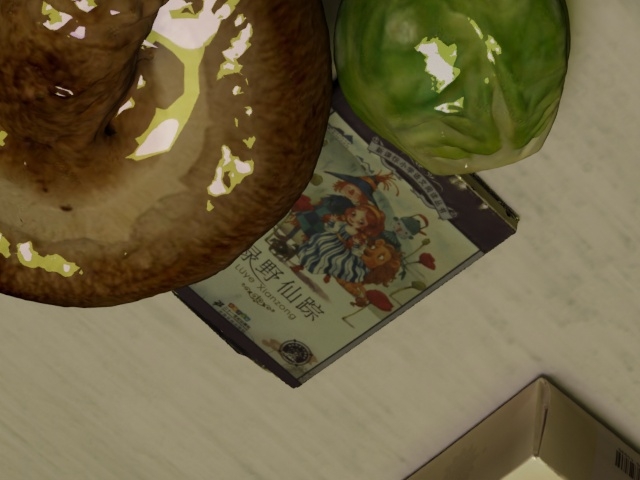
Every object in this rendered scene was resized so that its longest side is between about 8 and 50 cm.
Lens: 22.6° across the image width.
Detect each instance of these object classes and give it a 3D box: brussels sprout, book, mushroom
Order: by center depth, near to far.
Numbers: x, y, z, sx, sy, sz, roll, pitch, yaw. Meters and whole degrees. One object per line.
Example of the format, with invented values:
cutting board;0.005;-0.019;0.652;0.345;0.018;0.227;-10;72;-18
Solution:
brussels sprout;0.079;-0.110;0.952;0.155;0.117;0.155;4;114;10
mushroom;-0.161;-0.112;0.963;0.345;0.239;0.345;15;120;28
book;0.000;0.000;1.100;0.157;0.026;0.231;42;123;-16

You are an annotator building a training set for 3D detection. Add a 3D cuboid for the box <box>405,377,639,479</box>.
box;0.180;0.227;1.169;0.212;0.095;0.168;39;125;-14
